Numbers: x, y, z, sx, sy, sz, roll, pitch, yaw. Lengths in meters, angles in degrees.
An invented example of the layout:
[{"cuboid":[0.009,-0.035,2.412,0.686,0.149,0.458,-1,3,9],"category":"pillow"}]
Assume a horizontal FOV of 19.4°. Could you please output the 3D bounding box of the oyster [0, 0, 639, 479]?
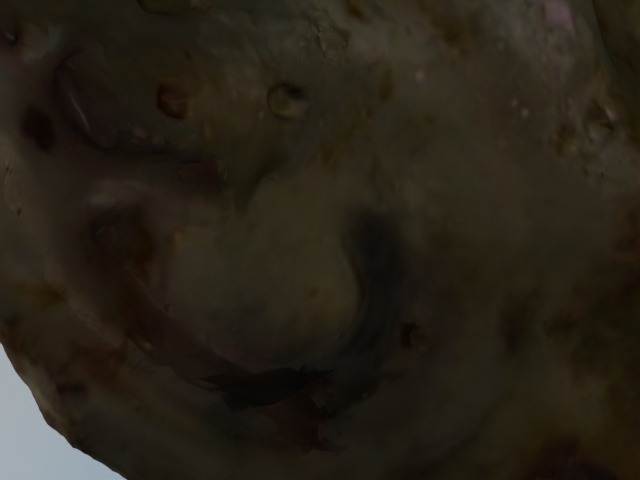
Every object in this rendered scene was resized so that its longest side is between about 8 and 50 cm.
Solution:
[{"cuboid":[-0.009,0.003,0.547,0.361,0.096,0.221,-5,-95,41],"category":"oyster"}]
